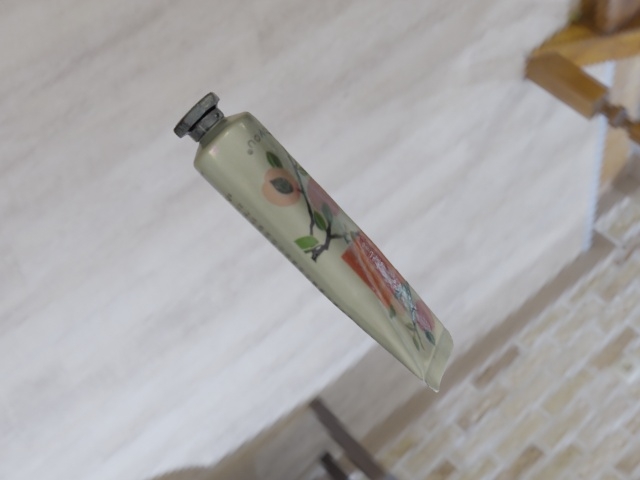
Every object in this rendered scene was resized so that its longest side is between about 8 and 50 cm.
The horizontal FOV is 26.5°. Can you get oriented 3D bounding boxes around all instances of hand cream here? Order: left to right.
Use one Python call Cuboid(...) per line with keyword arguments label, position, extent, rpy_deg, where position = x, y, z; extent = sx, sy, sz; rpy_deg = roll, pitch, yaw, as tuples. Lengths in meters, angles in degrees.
Cuboid(label="hand cream", position=(0.000, 0.000, 0.870), extent=(0.050, 0.234, 0.080), rpy_deg=(-43, -175, 26))
